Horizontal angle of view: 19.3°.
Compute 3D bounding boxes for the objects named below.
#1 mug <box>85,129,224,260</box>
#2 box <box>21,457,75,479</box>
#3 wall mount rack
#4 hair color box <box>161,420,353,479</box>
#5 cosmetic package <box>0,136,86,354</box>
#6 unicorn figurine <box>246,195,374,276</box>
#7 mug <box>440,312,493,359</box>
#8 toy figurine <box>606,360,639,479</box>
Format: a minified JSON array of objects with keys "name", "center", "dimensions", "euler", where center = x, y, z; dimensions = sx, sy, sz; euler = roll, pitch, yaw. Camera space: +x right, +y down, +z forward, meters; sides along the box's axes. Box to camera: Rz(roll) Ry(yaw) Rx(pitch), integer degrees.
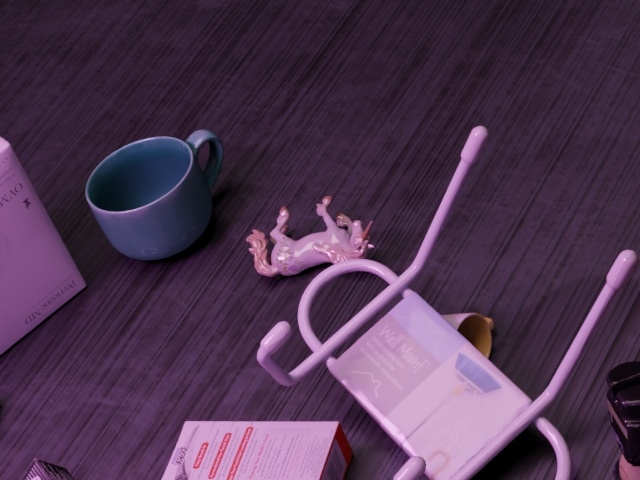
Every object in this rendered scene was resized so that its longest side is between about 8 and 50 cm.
[{"name":"mug","center":[-0.175,-0.044,2.130],"dimensions":[0.157,0.097,0.129],"euler":[-18,39,6]},{"name":"box","center":[-0.256,0.326,1.725],"dimensions":[0.184,0.045,0.190],"euler":[-59,41,10]},{"name":"wall mount rack","center":[0.122,0.081,1.738],"dimensions":[0.304,0.130,0.350],"euler":[-43,57,-5]},{"name":"hair color box","center":[-0.062,0.223,1.805],"dimensions":[0.167,0.053,0.093],"euler":[-1,44,23]},{"name":"cosmetic package","center":[-0.415,0.018,2.077],"dimensions":[0.224,0.225,0.138],"euler":[-40,44,-19]},{"name":"unicorn figurine","center":[0.000,0.000,2.033],"dimensions":[0.162,0.060,0.111],"euler":[-30,37,19]},{"name":"mug","center":[0.130,0.101,1.856],"dimensions":[0.064,0.078,0.062],"euler":[4,83,42]},{"name":"toy figurine","center":[0.363,0.138,1.627],"dimensions":[0.209,0.148,0.213],"euler":[11,48,28]}]
